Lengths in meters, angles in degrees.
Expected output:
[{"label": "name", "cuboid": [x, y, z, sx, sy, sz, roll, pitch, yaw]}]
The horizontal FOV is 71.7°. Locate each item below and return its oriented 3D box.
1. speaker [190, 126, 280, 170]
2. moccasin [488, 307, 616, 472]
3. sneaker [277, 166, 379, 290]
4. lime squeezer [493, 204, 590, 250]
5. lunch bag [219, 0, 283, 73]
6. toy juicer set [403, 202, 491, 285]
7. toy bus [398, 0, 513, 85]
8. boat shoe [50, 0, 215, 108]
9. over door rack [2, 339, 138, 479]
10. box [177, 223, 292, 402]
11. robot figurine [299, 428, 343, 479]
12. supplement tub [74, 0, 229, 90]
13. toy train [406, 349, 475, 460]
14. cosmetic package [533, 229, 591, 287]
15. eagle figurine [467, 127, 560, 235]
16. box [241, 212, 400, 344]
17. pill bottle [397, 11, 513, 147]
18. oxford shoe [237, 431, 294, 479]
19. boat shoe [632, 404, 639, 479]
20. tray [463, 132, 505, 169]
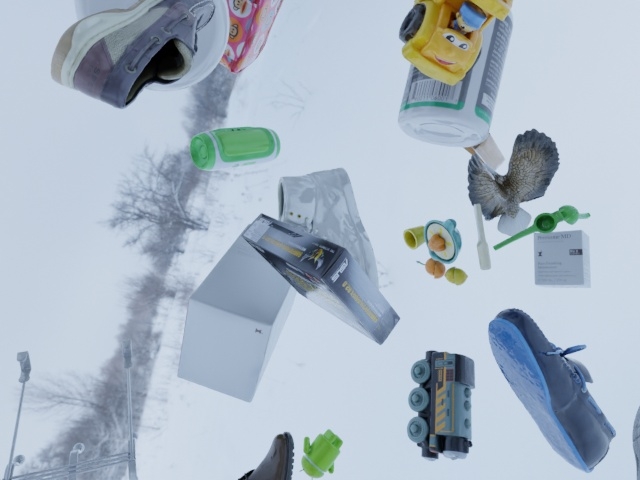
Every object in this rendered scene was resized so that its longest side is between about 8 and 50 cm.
[{"label": "speaker", "cuboid": [-0.279, -0.310, 1.485, 0.131, 0.296, 0.131, 17, 115, 41]}, {"label": "moccasin", "cuboid": [0.414, 0.249, 0.794, 0.116, 0.342, 0.137, -35, 17, -10]}, {"label": "sneaker", "cuboid": [0.000, 0.000, 0.866, 0.108, 0.169, 0.293, 126, 130, -61]}, {"label": "lime squeezer", "cuboid": [0.619, -0.050, 1.197, 0.110, 0.310, 0.059, 127, 124, -79]}, {"label": "lunch bag", "cuboid": [-0.198, -0.647, 1.267, 0.293, 0.120, 0.258, -53, 8, 40]}, {"label": "toy juicer set", "cuboid": [0.362, 0.035, 1.256, 0.209, 0.089, 0.329, 66, 158, 1]}, {"label": "toy bus", "cuboid": [0.255, -0.406, 0.734, 0.211, 0.149, 0.220, -9, 62, 67]}, {"label": "boat shoe", "cuboid": [-0.204, -0.244, 0.557, 0.103, 0.092, 0.285, -41, 16, 39]}, {"label": "over door rack", "cuboid": [-0.524, 0.387, 0.956, 0.108, 0.239, 0.324, 110, 147, -40]}, {"label": "box", "cuboid": [-0.159, 0.144, 1.003, 0.345, 0.168, 0.215, -67, -5, -62]}, {"label": "robot figurine", "cuboid": [0.001, 0.508, 1.047, 0.115, 0.101, 0.067, -50, 19, -14]}, {"label": "supplement tub", "cuboid": [-0.303, -0.433, 0.841, 0.241, 0.240, 0.331, -65, 24, 22]}, {"label": "toy train", "cuboid": [0.378, 0.500, 1.366, 0.190, 0.142, 0.334, -21, 48, 44]}, {"label": "cosmetic package", "cuboid": [0.830, 0.068, 1.520, 0.151, 0.151, 0.184, -5, 79, 38]}, {"label": "eagle figurine", "cuboid": [0.521, -0.158, 1.258, 0.298, 0.225, 0.227, 41, -111, -74]}, {"label": "box", "cuboid": [-0.005, 0.056, 0.707, 0.056, 0.183, 0.231, -49, 39, -13]}, {"label": "pill bottle", "cuboid": [0.307, -0.410, 0.985, 0.204, 0.204, 0.361, -172, 96, -73]}, {"label": "oxford shoe", "cuboid": [-0.117, 0.455, 0.805, 0.227, 0.096, 0.083, -66, 19, -6]}, {"label": "boat shoe", "cuboid": [0.891, 0.564, 1.148, 0.118, 0.103, 0.321, 71, -149, -57]}, {"label": "tray", "cuboid": [0.545, -0.371, 1.599, 0.203, 0.411, 0.076, 48, 108, 22]}]
